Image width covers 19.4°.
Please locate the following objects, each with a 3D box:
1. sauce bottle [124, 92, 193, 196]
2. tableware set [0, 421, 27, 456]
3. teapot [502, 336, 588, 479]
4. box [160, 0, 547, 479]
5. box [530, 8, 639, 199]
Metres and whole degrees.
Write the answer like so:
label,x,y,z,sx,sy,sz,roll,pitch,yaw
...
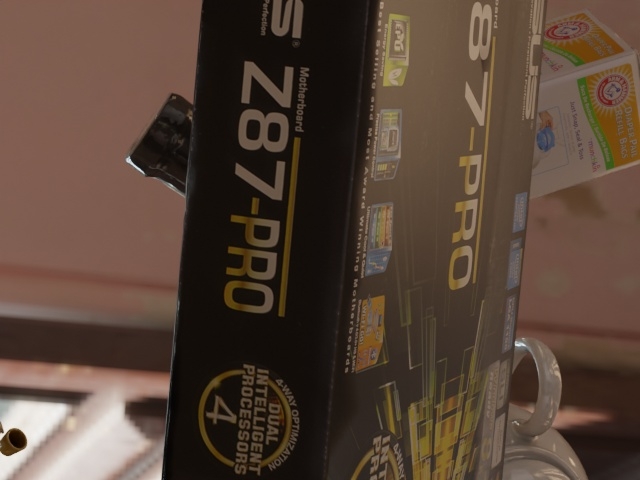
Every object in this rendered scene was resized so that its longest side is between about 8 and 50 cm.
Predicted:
label,x,y,z,sx,sy,sz,roll,pitch,yaw
sauce bottle,0.000,0.000,1.544,0.111,0.344,0.111,-53,11,15
tableware set,-0.321,0.180,1.630,0.024,0.154,0.104,-37,73,34
teapot,0.168,0.263,1.773,0.256,0.252,0.187,56,159,-10
box,0.026,0.007,0.995,0.318,0.097,0.395,-10,-73,-70
box,0.159,-0.103,1.559,0.114,0.203,0.103,-118,12,-60
